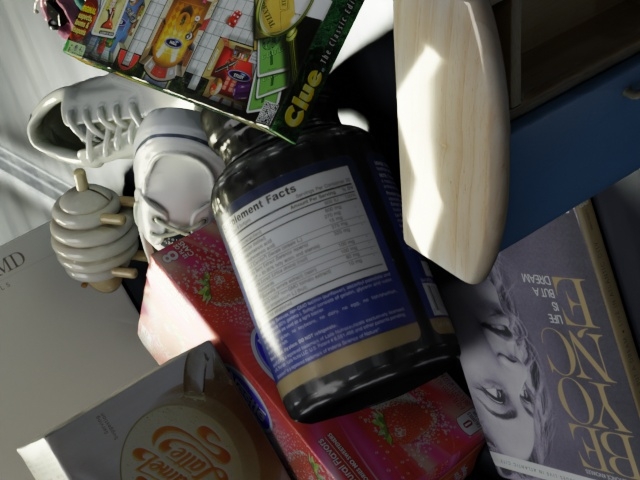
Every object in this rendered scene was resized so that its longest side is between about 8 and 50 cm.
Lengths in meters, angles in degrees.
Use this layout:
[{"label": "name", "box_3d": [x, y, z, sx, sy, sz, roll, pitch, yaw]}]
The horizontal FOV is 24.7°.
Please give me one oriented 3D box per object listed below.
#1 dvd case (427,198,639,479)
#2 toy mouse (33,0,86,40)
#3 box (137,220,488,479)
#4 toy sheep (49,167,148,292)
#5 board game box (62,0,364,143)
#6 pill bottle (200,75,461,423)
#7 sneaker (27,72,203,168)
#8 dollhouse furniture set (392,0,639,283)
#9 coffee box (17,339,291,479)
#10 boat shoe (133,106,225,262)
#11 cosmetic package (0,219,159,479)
[{"label": "dvd case", "box_3d": [0.139, 0.068, 0.931, 0.164, 0.018, 0.221, 6, 120, 56]}, {"label": "toy mouse", "box_3d": [-0.205, -0.211, 1.218, 0.143, 0.031, 0.161, 54, 151, 12]}, {"label": "box", "box_3d": [-0.011, 0.103, 1.089, 0.257, 0.128, 0.122, 49, 150, 22]}, {"label": "toy sheep", "box_3d": [-0.208, -0.009, 1.353, 0.091, 0.091, 0.132, 27, 131, 46]}, {"label": "board game box", "box_3d": [-0.072, -0.157, 0.968, 0.030, 0.136, 0.259, 30, 176, -42]}, {"label": "pill bottle", "box_3d": [0.000, 0.000, 0.967, 0.123, 0.123, 0.219, -45, 63, 61]}, {"label": "sneaker", "box_3d": [-0.155, -0.094, 1.180, 0.258, 0.091, 0.094, -6, 110, 57]}, {"label": "dollhouse furniture set", "box_3d": [0.200, -0.068, 0.523, 0.303, 0.198, 0.286, 33, 142, 40]}, {"label": "coffee box", "box_3d": [-0.085, 0.214, 1.026, 0.246, 0.141, 0.098, 61, 153, 0]}, {"label": "boat shoe", "box_3d": [-0.103, -0.023, 1.137, 0.226, 0.083, 0.076, 90, -174, -67]}, {"label": "cosmetic package", "box_3d": [-0.255, 0.190, 1.473, 0.385, 0.217, 0.156, 58, 152, 1]}]
